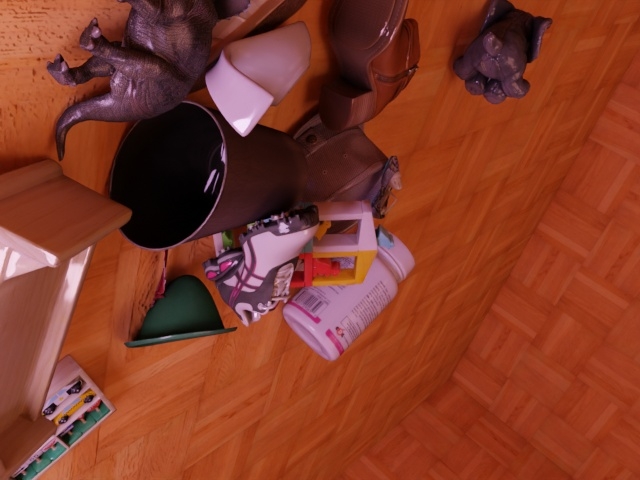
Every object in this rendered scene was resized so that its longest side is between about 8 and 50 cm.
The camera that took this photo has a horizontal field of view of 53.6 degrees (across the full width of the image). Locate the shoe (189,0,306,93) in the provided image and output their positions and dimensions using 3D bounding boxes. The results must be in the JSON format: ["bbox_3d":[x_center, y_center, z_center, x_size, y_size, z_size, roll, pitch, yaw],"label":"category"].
[{"bbox_3d":[-0.107,-0.256,0.764,0.219,0.058,0.076,-43,179,-11],"label":"shoe"}]

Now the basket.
[{"bbox_3d":[-0.126,-0.087,0.831,0.204,0.154,0.227,-40,167,28],"label":"basket"}]

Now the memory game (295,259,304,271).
[{"bbox_3d":[0.000,0.000,1.268,0.186,0.012,0.186,-42,164,-14],"label":"memory game"}]

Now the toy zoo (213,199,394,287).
[{"bbox_3d":[-0.024,0.011,1.042,0.293,0.030,0.192,-2,141,-4],"label":"toy zoo"}]

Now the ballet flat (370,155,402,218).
[{"bbox_3d":[0.117,-0.087,1.079,0.041,0.041,0.114,-10,127,-55],"label":"ballet flat"}]

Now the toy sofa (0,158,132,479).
[{"bbox_3d":[-0.364,0.091,0.698,0.363,0.177,0.150,-64,177,22],"label":"toy sofa"}]

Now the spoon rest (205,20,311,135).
[{"bbox_3d":[-0.074,-0.204,0.767,0.137,0.084,0.276,-47,-169,22],"label":"spoon rest"}]

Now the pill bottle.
[{"bbox_3d":[0.067,0.110,1.386,0.283,0.160,0.160,-44,153,-17],"label":"pill bottle"}]

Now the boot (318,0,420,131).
[{"bbox_3d":[0.108,-0.312,0.970,0.220,0.109,0.283,-39,150,-44],"label":"boot"}]

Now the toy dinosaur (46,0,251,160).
[{"bbox_3d":[-0.170,-0.198,0.650,0.160,0.121,0.314,14,107,-48],"label":"toy dinosaur"}]

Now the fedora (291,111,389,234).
[{"bbox_3d":[0.028,-0.103,1.092,0.275,0.124,0.244,-38,151,-28],"label":"fedora"}]

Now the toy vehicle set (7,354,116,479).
[{"bbox_3d":[-0.441,0.301,0.929,0.267,0.035,0.166,-41,153,-22],"label":"toy vehicle set"}]

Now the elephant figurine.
[{"bbox_3d":[0.387,-0.417,1.296,0.169,0.186,0.239,39,74,-22],"label":"elephant figurine"}]

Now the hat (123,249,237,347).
[{"bbox_3d":[-0.224,0.065,0.999,0.173,0.184,0.208,-2,169,-44],"label":"hat"}]

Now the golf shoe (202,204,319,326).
[{"bbox_3d":[-0.067,0.034,0.901,0.105,0.120,0.273,-22,172,-35],"label":"golf shoe"}]
